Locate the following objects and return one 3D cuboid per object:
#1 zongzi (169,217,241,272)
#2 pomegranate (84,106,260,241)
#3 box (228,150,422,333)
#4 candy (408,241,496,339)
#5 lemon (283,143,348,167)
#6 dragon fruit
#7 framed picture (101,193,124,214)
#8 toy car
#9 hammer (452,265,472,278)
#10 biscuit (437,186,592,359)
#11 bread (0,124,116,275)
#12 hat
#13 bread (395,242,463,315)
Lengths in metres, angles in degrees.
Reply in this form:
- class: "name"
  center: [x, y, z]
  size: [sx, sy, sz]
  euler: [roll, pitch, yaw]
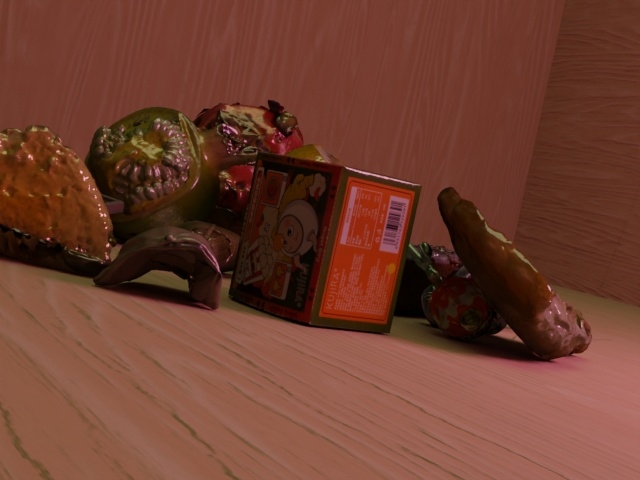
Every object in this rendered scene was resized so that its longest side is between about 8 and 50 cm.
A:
- class: "zongzi"
  center: [-0.142, 0.022, 1.644]
  size: [0.176, 0.078, 0.160]
  euler: [15, 6, -18]
- class: "pomegranate"
  center: [-0.268, -0.120, 1.912]
  size: [0.341, 0.260, 0.260]
  euler: [-14, 0, 5]
- class: "box"
  center: [0.000, 0.000, 1.344]
  size: [0.148, 0.194, 0.177]
  euler: [9, 4, -41]
- class: "candy"
  center: [0.149, 0.034, 1.516]
  size: [0.084, 0.078, 0.287]
  euler: [13, 28, -41]
- class: "lemon"
  center: [-0.016, -0.030, 1.824]
  size: [0.240, 0.219, 0.240]
  euler: [44, 9, -9]
- class: "dragon fruit"
  center: [-0.161, -0.080, 2.135]
  size: [0.296, 0.314, 0.263]
  euler: [-1, 46, 4]
- class: "framed picture"
  center: [-0.498, -0.069, 1.676]
  size: [0.241, 0.020, 0.324]
  euler: [19, 17, 24]
- class: "toy car"
  center: [0.211, 0.104, 1.580]
  size: [0.142, 0.069, 0.055]
  euler: [11, -37, -27]
- class: "hammer"
  center: [0.303, 0.108, 1.725]
  size: [0.288, 0.111, 0.033]
  euler: [21, -5, -42]
- class: "biscuit"
  center: [0.277, 0.071, 1.448]
  size: [0.335, 0.078, 0.329]
  euler: [44, 9, -29]
- class: "bread"
  center: [-0.373, -0.055, 1.361]
  size: [0.262, 0.162, 0.204]
  euler: [26, -12, -13]
- class: "hat"
  center: [-0.184, 0.021, 1.272]
  size: [0.147, 0.085, 0.175]
  euler: [11, 4, -4]
- class: "bread"
  center: [0.133, 0.056, 1.702]
  size: [0.165, 0.113, 0.417]
  euler: [11, 2, 41]
